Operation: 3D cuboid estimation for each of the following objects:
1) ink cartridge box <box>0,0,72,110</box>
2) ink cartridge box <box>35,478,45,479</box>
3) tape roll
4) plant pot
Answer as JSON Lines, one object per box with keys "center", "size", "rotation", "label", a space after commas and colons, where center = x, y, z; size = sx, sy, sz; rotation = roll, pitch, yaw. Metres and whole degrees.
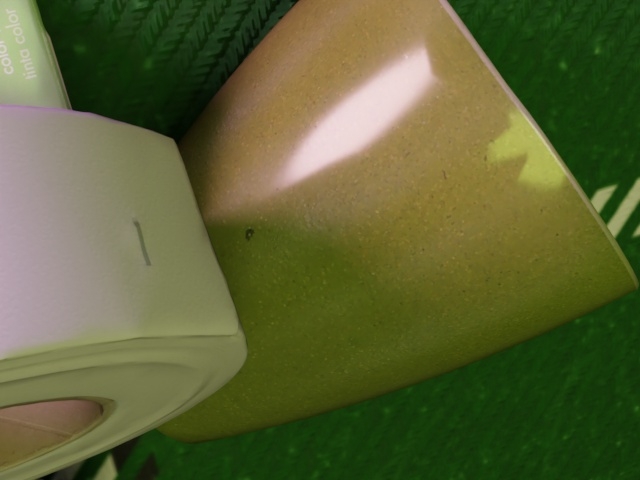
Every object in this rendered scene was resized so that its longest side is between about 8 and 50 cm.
{"center": [-0.314, -0.043, 0.486], "size": [0.353, 0.207, 0.119], "rotation": [-18, 110, -14], "label": "ink cartridge box"}
{"center": [-0.350, 0.280, 0.603], "size": [0.308, 0.091, 0.385], "rotation": [29, 112, -25], "label": "ink cartridge box"}
{"center": [-0.178, 0.054, 0.417], "size": [0.286, 0.286, 0.100], "rotation": [-17, 72, -13], "label": "tape roll"}
{"center": [0.000, 0.000, 0.600], "size": [0.293, 0.275, 0.275], "rotation": [-36, 115, 11], "label": "plant pot"}
